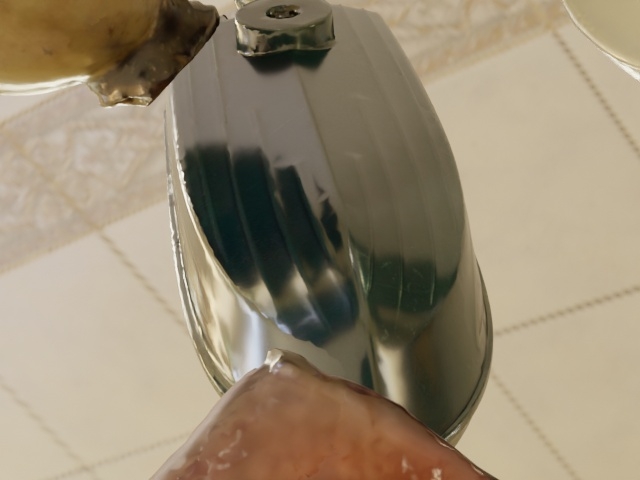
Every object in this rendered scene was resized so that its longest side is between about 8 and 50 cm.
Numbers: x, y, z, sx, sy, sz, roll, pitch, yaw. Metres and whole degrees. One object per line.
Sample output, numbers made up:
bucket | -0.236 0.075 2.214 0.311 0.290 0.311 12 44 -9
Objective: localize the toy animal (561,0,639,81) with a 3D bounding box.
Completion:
toy animal | 0.148 -0.084 0.596 0.104 0.131 0.221 -40 156 12

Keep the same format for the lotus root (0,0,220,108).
lotus root | -0.152 -0.141 0.629 0.257 0.154 0.140 44 100 -8

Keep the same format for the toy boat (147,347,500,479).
toy boat | -0.018 0.191 0.452 0.206 0.282 0.096 39 159 -26

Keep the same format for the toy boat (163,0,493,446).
toy boat | 0.000 0.002 0.672 0.114 0.296 0.122 -8 123 -5
